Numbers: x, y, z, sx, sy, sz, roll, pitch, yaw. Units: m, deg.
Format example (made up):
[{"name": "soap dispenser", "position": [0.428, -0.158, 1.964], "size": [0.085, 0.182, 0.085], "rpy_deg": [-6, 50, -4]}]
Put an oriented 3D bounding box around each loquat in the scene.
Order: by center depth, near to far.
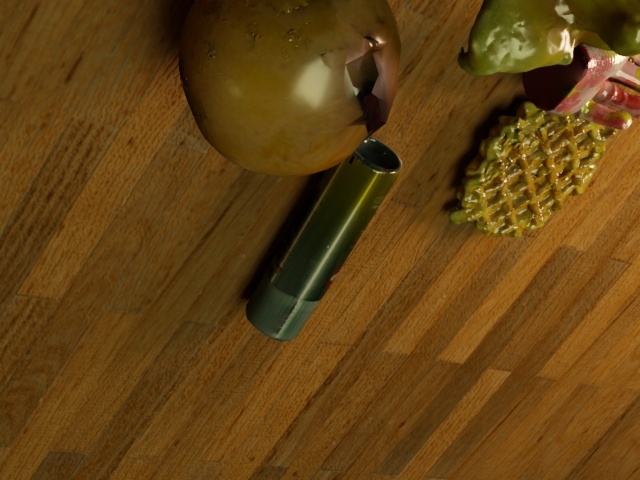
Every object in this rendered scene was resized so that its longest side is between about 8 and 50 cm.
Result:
[{"name": "loquat", "position": [-0.032, -0.183, 1.460], "size": [0.235, 0.235, 0.235], "rpy_deg": [-20, 140, -18]}]

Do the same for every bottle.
[{"name": "bottle", "position": [0.000, 0.000, 1.797], "size": [0.082, 0.082, 0.286], "rpy_deg": [6, 128, -40]}]

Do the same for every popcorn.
[{"name": "popcorn", "position": [0.278, -0.335, 1.472], "size": [0.321, 0.325, 0.290], "rpy_deg": [-45, 174, -42]}]

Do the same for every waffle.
[{"name": "waffle", "position": [0.287, -0.094, 1.927], "size": [0.243, 0.059, 0.238], "rpy_deg": [2, 130, -39]}]

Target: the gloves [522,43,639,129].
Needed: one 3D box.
[{"name": "gloves", "position": [0.352, -0.219, 1.800], "size": [0.241, 0.126, 0.145], "rpy_deg": [-17, 123, -56]}]
